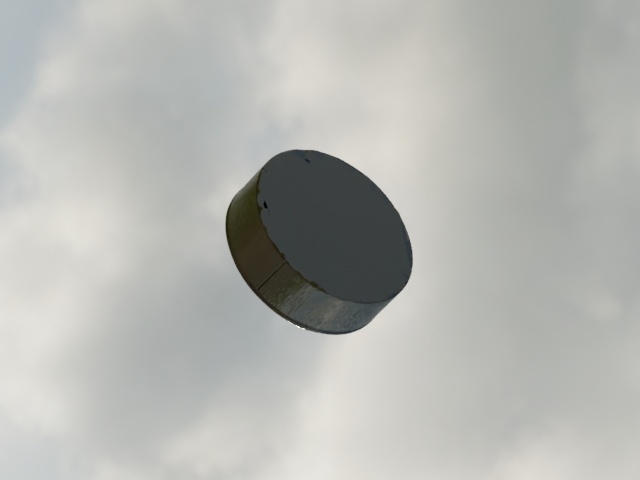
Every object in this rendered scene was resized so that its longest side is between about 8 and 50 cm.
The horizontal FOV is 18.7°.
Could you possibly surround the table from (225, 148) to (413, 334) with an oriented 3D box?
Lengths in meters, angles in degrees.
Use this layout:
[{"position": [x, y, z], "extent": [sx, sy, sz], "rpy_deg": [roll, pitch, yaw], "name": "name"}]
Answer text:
[{"position": [0.000, 0.000, 1.379], "extent": [0.043, 0.133, 0.133], "rpy_deg": [-46, -140, 40], "name": "table"}]
